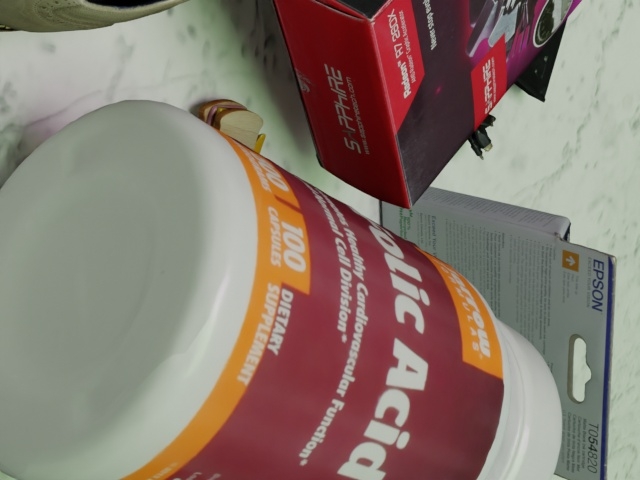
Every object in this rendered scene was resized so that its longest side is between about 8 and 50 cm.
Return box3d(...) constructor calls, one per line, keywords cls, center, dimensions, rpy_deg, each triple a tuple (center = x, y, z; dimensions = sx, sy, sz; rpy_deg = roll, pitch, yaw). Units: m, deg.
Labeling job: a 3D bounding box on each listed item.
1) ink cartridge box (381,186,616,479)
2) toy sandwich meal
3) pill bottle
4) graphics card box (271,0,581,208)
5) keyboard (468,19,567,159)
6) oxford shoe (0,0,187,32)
box3d(cls="ink cartridge box", center=(0.153, 0.076, 1.064), dimensions=(0.045, 0.224, 0.223), rpy_deg=(-28, 125, -42))
box3d(cls="toy sandwich meal", center=(-0.067, -0.057, 0.897), dimensions=(0.086, 0.029, 0.085), rpy_deg=(-22, 120, -45))
box3d(cls="pill bottle", center=(-0.017, 0.085, 0.828), dimensions=(0.392, 0.224, 0.224), rpy_deg=(28, 81, -46))
box3d(cls="graphics card box", center=(0.125, -0.225, 0.910), dimensions=(0.371, 0.094, 0.233), rpy_deg=(-51, 154, -18))
box3d(cls="keyboard", center=(0.119, -0.192, 1.079), dimensions=(0.317, 0.033, 0.201), rpy_deg=(27, 78, -51))
box3d(cls="oxford shoe", center=(-0.062, -0.197, 0.768), dimensions=(0.348, 0.130, 0.123), rpy_deg=(-37, 130, -38))
